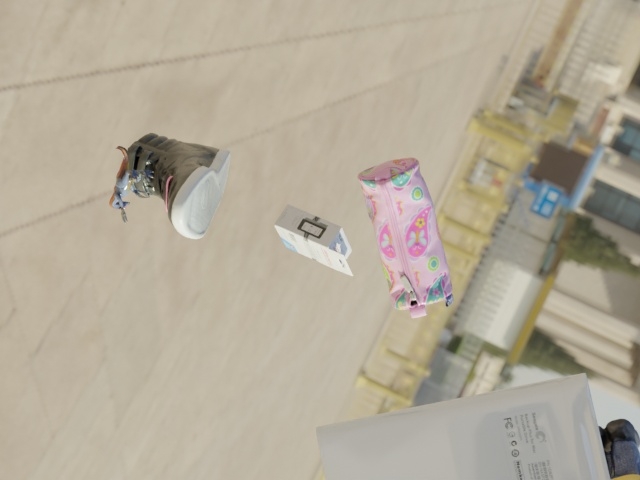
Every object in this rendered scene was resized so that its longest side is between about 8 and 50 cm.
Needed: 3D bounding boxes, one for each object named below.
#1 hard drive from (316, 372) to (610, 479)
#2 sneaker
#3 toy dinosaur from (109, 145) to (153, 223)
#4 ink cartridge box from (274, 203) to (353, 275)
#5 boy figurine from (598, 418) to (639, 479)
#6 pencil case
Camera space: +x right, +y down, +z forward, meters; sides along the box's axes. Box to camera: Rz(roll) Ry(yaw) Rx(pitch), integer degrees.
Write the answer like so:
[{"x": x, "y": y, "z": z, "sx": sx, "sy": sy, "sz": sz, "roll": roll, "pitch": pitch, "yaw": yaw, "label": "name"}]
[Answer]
[{"x": 0.165, "y": 0.277, "z": 1.379, "sx": 0.040, "sy": 0.308, "sz": 0.203, "roll": 30, "pitch": 47, "yaw": -78, "label": "hard drive"}, {"x": -0.226, "y": -0.081, "z": 1.809, "sx": 0.296, "sy": 0.147, "sz": 0.104, "roll": -75, "pitch": 175, "yaw": -72, "label": "sneaker"}, {"x": -0.248, "y": -0.071, "z": 1.581, "sx": 0.082, "sy": 0.090, "sz": 0.047, "roll": -23, "pitch": -178, "yaw": 42, "label": "toy dinosaur"}, {"x": 0.000, "y": 0.000, "z": 1.233, "sx": 0.028, "sy": 0.083, "sz": 0.048, "roll": -57, "pitch": 152, "yaw": -18, "label": "ink cartridge box"}, {"x": 0.486, "y": 0.438, "z": 2.069, "sx": 0.092, "sy": 0.177, "sz": 0.285, "roll": 60, "pitch": 26, "yaw": -33, "label": "boy figurine"}, {"x": 0.157, "y": -0.008, "z": 2.267, "sx": 0.124, "sy": 0.124, "sz": 0.284, "roll": -48, "pitch": 126, "yaw": -64, "label": "pencil case"}]
